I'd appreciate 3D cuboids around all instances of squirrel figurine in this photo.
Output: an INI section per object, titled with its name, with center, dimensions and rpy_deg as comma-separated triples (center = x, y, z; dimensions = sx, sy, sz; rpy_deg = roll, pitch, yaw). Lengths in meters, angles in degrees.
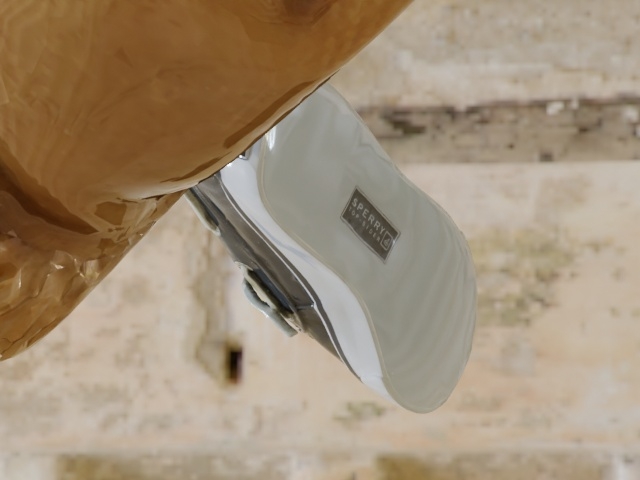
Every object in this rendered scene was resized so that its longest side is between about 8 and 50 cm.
[squirrel figurine]
center = -0.159, -0.170, 0.594
dimensions = 0.397, 0.370, 0.281
rpy_deg = -43, -171, 9

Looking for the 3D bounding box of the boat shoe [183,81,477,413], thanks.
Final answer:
[boat shoe]
center = -0.002, 0.003, 0.950
dimensions = 0.105, 0.113, 0.306
rpy_deg = 16, 163, 36
